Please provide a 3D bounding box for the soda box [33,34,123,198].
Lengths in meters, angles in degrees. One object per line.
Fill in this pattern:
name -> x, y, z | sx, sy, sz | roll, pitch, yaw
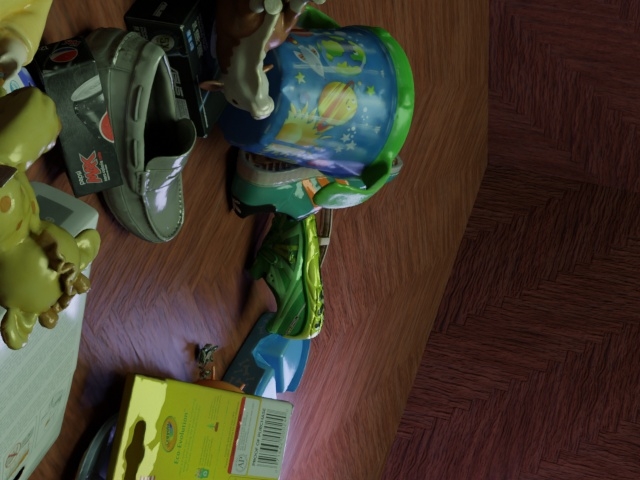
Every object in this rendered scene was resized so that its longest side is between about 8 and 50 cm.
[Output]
soda box -> -0.255, -0.129, 1.143 | 0.169, 0.060, 0.053 | 86, -19, -45

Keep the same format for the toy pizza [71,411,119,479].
toy pizza -> -0.286, 0.325, 1.442 | 0.201, 0.032, 0.201 | 8, 90, -73

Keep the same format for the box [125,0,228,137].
box -> -0.162, -0.246, 1.358 | 0.180, 0.077, 0.147 | 83, 24, -47

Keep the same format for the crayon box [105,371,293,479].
crayon box -> -0.179, 0.293, 1.460 | 0.318, 0.081, 0.202 | 23, 74, -51

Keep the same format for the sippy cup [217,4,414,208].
sippy cup -> -0.023, -0.205, 1.546 | 0.224, 0.305, 0.240 | 0, 116, -41

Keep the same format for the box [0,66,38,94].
box -> -0.317, -0.105, 1.049 | 0.081, 0.028, 0.136 | 75, 29, -56

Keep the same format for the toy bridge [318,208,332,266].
toy bridge -> 0.000, 0.000, 2.152 | 0.063, 0.026, 0.188 | -6, 108, -74

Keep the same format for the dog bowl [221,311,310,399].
dog bowl -> -0.102, 0.242, 1.914 | 0.297, 0.074, 0.166 | -60, 156, -47

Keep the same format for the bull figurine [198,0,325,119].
bull figurine -> -0.061, -0.305, 1.274 | 0.188, 0.101, 0.310 | -10, -107, 60

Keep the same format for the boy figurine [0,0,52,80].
boy figurine -> -0.282, -0.228, 0.924 | 0.285, 0.092, 0.177 | -38, 114, -59

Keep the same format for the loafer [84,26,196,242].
loafer -> -0.202, -0.108, 1.270 | 0.319, 0.111, 0.112 | 80, 28, -51

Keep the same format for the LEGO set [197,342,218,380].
LEGO set -> -0.185, 0.189, 1.706 | 0.054, 0.023, 0.083 | -40, 152, -61

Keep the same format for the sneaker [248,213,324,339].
sneaker -> -0.063, 0.021, 1.817 | 0.109, 0.123, 0.295 | 79, 6, -84

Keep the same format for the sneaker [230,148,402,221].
sneaker -> -0.011, -0.099, 1.742 | 0.302, 0.108, 0.121 | -5, 135, -30

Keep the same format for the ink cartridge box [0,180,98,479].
ink cartridge box -> -0.355, 0.172, 1.089 | 0.308, 0.091, 0.385 | -59, 172, -48

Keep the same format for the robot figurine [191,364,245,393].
robot figurine -> -0.173, 0.307, 1.636 | 0.128, 0.158, 0.219 | 133, -23, -70

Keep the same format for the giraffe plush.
giraffe plush -> -0.267, -0.014, 0.910 | 0.181, 0.210, 0.170 | -37, 129, -16
